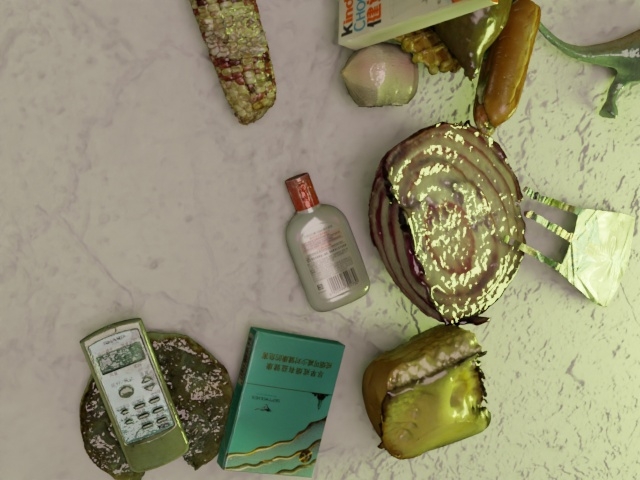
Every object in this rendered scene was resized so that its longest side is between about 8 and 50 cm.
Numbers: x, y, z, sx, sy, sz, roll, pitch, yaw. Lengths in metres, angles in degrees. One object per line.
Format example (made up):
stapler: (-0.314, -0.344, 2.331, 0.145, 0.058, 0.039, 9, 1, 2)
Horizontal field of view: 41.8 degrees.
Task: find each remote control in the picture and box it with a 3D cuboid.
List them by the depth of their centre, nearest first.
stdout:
remote control: (-0.281, 0.237, 1.279, 0.098, 0.038, 0.233, -21, 100, -12)

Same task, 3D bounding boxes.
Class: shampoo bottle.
shampoo bottle: (0.000, 0.000, 1.346, 0.108, 0.051, 0.220, -22, 100, -9)

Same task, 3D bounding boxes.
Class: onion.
onion: (0.202, -0.031, 1.354, 0.280, 0.146, 0.314, -30, 101, -34)

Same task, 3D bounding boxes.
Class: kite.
kite: (0.426, 0.012, 1.413, 0.310, 0.015, 0.169, 14, 92, -33)

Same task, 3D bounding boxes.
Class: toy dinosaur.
toy dinosaur: (0.530, -0.288, 1.415, 0.393, 0.092, 0.205, 23, 87, -1)

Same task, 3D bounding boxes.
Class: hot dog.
hot dog: (0.287, -0.281, 1.330, 0.068, 0.100, 0.249, 22, 67, -10)

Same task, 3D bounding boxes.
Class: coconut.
coconut: (0.088, -0.255, 1.312, 0.125, 0.110, 0.110, -1, 97, -20)

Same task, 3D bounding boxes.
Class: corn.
corn: (-0.135, -0.317, 1.258, 0.098, 0.098, 0.289, -19, 101, -10)

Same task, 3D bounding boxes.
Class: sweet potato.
sweet potato: (0.215, -0.422, 1.259, 0.158, 0.158, 0.369, -3, 68, -12)

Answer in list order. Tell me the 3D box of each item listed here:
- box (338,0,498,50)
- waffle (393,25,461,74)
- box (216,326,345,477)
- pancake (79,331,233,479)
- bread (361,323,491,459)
box: (0.133, -0.435, 1.200, 0.048, 0.265, 0.273, 8, 79, -43)
waffle: (0.177, -0.340, 1.313, 0.191, 0.038, 0.191, 13, 60, -23)
box: (-0.063, 0.263, 1.354, 0.162, 0.041, 0.229, 12, 93, -25)
pancake: (-0.257, 0.263, 1.326, 0.254, 0.037, 0.253, -1, 96, -14)
bread: (0.159, 0.240, 1.352, 0.204, 0.162, 0.262, -26, 138, -13)
